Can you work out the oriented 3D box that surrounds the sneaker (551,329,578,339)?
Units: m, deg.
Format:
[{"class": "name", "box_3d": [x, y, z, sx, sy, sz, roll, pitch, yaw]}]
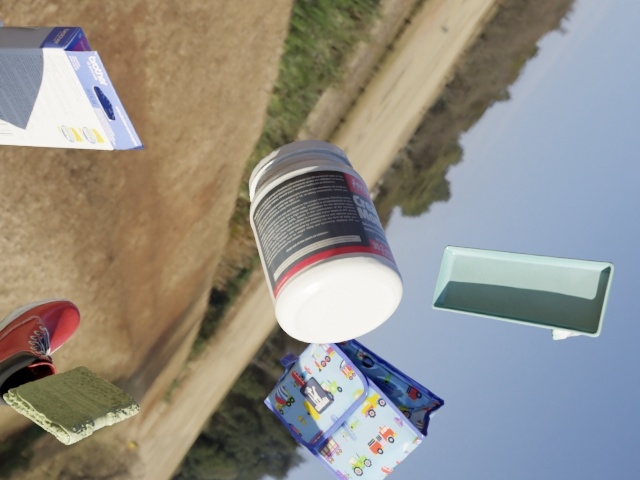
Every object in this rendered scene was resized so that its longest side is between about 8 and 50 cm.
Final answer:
[{"class": "sneaker", "box_3d": [0.328, 0.097, 1.168, 0.098, 0.069, 0.038, 52, 32, -64]}]

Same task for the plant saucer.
[{"class": "plant saucer", "box_3d": [0.188, 0.046, 0.861, 0.192, 0.018, 0.067, 7, -100, 47]}]

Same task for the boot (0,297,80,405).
[{"class": "boot", "box_3d": [-0.385, 0.153, 1.255, 0.176, 0.088, 0.244, 1, -159, 33]}]

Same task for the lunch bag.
[{"class": "lunch bag", "box_3d": [0.047, 0.310, 1.750, 0.221, 0.293, 0.138, -53, 174, 31]}]

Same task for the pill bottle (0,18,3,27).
[{"class": "pill bottle", "box_3d": [-0.607, -0.422, 1.470, 0.119, 0.208, 0.119, -26, -175, 3]}]

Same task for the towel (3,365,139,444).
[{"class": "towel", "box_3d": [-0.295, 0.193, 1.085, 0.110, 0.148, 0.027, -18, 115, -43]}]

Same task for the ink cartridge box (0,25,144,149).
[{"class": "ink cartridge box", "box_3d": [-0.409, -0.219, 1.316, 0.185, 0.311, 0.065, 72, 32, -45]}]

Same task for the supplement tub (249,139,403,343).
[{"class": "supplement tub", "box_3d": [0.000, 0.000, 1.380, 0.191, 0.191, 0.272, -54, -140, 38]}]
